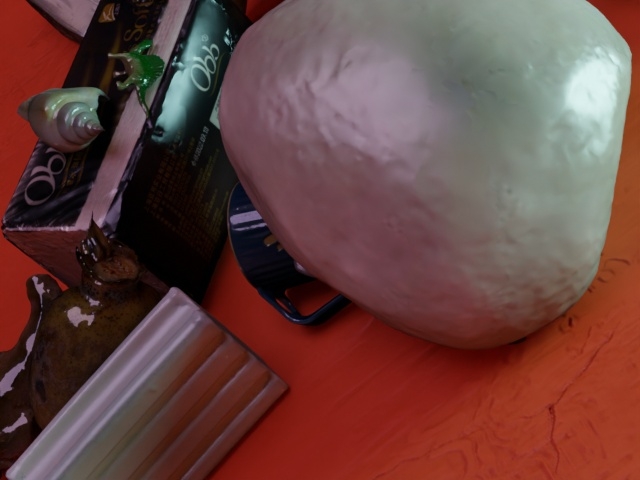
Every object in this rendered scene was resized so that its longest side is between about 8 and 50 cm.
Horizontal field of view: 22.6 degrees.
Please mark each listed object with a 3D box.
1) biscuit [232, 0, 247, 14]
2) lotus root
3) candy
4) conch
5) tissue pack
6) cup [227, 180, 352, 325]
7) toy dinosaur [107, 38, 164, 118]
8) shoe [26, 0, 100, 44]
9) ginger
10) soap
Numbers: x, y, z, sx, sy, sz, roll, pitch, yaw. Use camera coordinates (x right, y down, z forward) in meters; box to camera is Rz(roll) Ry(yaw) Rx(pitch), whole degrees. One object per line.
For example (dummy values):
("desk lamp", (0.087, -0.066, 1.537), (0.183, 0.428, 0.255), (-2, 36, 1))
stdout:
("biscuit", (-0.106, -0.469, 2.034), (0.076, 0.368, 0.394), (8, 54, -4))
("lotus root", (-0.236, 0.108, 1.749), (0.154, 0.154, 0.278), (48, 133, 49))
("candy", (0.100, -0.113, 1.589), (0.427, 0.186, 0.386), (22, 76, 18))
("conch", (-0.285, -0.145, 1.811), (0.180, 0.065, 0.088), (23, 75, 49))
("tissue pack", (-0.197, -0.118, 1.915), (0.198, 0.210, 0.370), (-4, 56, 40))
("cup", (0.000, 0.000, 1.735), (0.155, 0.131, 0.176), (-15, 80, 26))
("toy dinosaur", (-0.203, -0.187, 1.817), (0.060, 0.029, 0.119), (-21, 50, -4))
("shoe", (-0.325, -0.361, 2.281), (0.159, 0.124, 0.316), (-48, 47, -1))
("ginger", (-0.380, 0.210, 1.893), (0.166, 0.080, 0.333), (42, 91, 14))
("soap", (-0.181, 0.197, 1.687), (0.265, 0.160, 0.087), (-48, 40, -2))
